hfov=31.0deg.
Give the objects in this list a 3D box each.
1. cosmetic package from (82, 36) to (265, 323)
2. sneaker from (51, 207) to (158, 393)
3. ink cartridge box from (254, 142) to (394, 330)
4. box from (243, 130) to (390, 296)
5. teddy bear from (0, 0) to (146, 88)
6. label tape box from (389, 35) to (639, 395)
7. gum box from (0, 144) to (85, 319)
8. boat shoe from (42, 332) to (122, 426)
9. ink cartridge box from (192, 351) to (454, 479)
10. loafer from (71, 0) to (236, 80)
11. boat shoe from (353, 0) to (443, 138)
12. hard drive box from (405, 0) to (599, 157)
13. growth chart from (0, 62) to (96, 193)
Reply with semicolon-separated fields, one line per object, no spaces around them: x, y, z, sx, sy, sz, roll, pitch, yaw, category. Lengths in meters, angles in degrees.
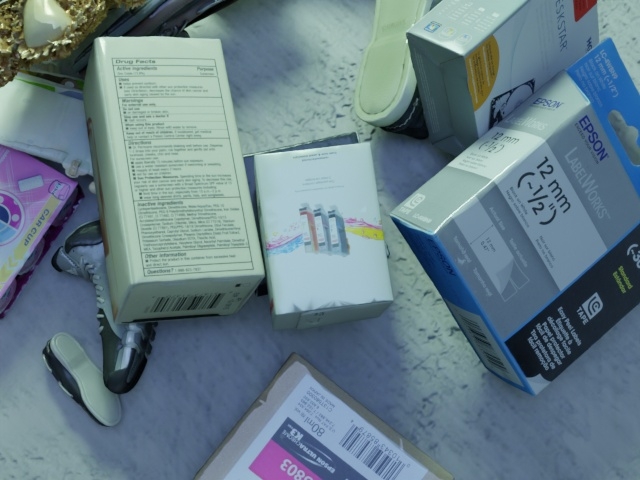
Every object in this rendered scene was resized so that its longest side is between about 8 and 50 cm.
-0.171;-0.068;1.289;0.153;0.129;0.296;-2;68;-21;cosmetic package
-0.255;0.063;1.344;0.132;0.086;0.228;9;67;3;sneaker
0.000;0.000;1.248;0.127;0.128;0.176;-6;79;-5;ink cartridge box
-0.017;-0.030;1.366;0.158;0.093;0.156;-12;79;-7;box
-0.299;-0.270;1.335;0.245;0.338;0.113;-33;116;10;teddy bear
0.287;-0.032;1.324;0.348;0.115;0.249;-39;114;-9;label tape box
-0.376;-0.010;1.355;0.107;0.062;0.188;30;77;4;gum box
-0.278;0.166;1.334;0.125;0.038;0.046;51;37;3;boat shoe
0.001;0.273;1.302;0.235;0.088;0.193;37;77;4;ink cartridge box
-0.162;-0.274;1.395;0.302;0.109;0.095;-39;107;4;loafer
0.145;-0.283;1.431;0.113;0.127;0.340;26;71;-38;boat shoe
0.221;-0.229;1.358;0.089;0.181;0.232;31;64;36;hard drive box
-0.344;-0.157;1.377;0.237;0.021;0.172;21;48;-3;growth chart
